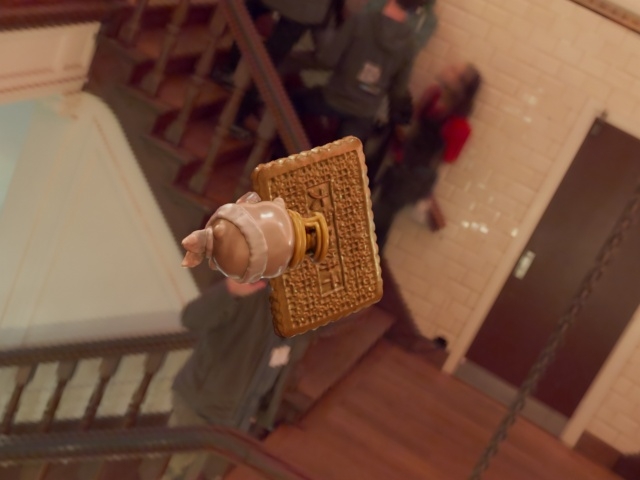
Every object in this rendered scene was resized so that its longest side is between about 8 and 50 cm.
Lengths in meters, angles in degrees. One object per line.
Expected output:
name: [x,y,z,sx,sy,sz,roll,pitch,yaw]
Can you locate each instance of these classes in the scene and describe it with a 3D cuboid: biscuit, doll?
biscuit: [0.000,0.000,1.487,0.172,0.254,0.029,-21,26,-26]
doll: [-0.062,-0.008,0.951,0.127,0.073,0.084,-2,57,-21]
